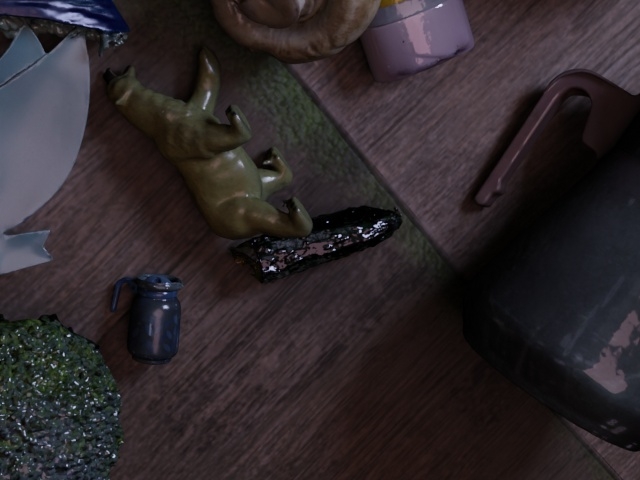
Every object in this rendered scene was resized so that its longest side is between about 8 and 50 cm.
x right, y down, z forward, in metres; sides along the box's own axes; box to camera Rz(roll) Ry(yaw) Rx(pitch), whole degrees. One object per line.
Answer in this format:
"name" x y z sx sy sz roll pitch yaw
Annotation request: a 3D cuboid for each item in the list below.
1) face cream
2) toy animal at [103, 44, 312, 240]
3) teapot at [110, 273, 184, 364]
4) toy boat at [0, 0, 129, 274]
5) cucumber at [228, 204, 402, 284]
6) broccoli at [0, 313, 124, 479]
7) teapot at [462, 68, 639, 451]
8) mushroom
"face cream" 0.061 -0.287 1.172 0.107 0.073 0.269 -21 111 -5
"toy animal" -0.104 -0.083 1.164 0.101 0.103 0.218 -30 113 9
"teapot" -0.163 0.073 1.205 0.049 0.063 0.083 -5 105 -51
"toy boat" -0.273 -0.109 1.096 0.220 0.067 0.291 -5 102 -23
"cucumber" 0.000 0.000 1.239 0.181 0.053 0.053 -18 109 -17
"broccoli" -0.269 0.161 1.121 0.176 0.226 0.198 5 81 -1
"teapot" 0.300 -0.004 1.236 0.300 0.253 0.344 36 96 21
"mushroom" -0.028 -0.231 1.111 0.166 0.166 0.127 55 42 -22
